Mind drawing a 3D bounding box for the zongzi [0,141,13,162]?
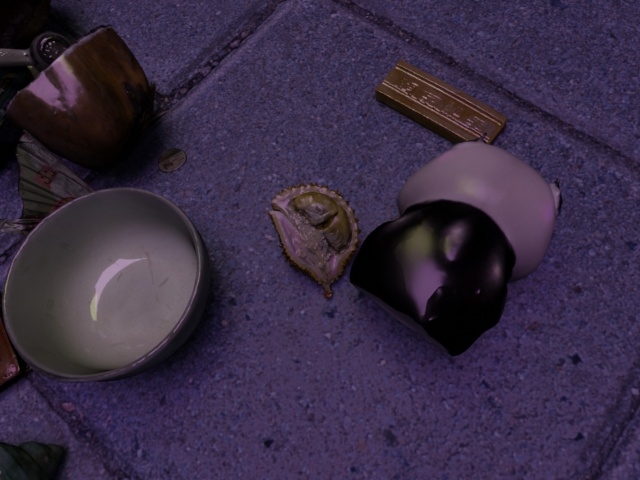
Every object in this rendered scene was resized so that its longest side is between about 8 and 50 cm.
[{"bbox_3d":[-0.699,-0.204,0.876,0.062,0.130,0.154,13,68,42],"label":"zongzi"}]

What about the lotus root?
[{"bbox_3d":[-0.414,-0.251,0.821,0.192,0.272,0.272,41,76,-15],"label":"lotus root"}]

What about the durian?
[{"bbox_3d":[0.000,0.000,0.764,0.146,0.102,0.208,-14,92,2],"label":"durian"}]

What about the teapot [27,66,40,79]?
[{"bbox_3d":[-0.612,-0.397,0.981,0.083,0.057,0.067,-30,41,-12],"label":"teapot"}]

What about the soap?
[{"bbox_3d":[0.236,-0.262,0.863,0.252,0.037,0.092,35,77,15],"label":"soap"}]

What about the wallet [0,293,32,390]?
[{"bbox_3d":[-0.616,0.196,0.770,0.160,0.042,0.195,-35,69,-12],"label":"wallet"}]

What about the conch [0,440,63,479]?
[{"bbox_3d":[-0.489,0.382,0.648,0.188,0.122,0.176,-33,91,-5],"label":"conch"}]

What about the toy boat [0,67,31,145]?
[{"bbox_3d":[-0.634,-0.266,0.875,0.114,0.122,0.296,-42,37,21],"label":"toy boat"}]

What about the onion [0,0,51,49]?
[{"bbox_3d":[-0.772,-0.531,0.825,0.398,0.420,0.399,-29,37,24],"label":"onion"}]

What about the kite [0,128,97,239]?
[{"bbox_3d":[-0.481,-0.032,0.785,0.267,0.013,0.323,-2,108,-27],"label":"kite"}]

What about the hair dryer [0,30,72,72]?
[{"bbox_3d":[-0.578,-0.349,0.861,0.224,0.219,0.089,-9,104,-8],"label":"hair dryer"}]

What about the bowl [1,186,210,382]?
[{"bbox_3d":[-0.320,0.078,0.720,0.306,0.163,0.308,-2,69,5],"label":"bowl"}]

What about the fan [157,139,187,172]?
[{"bbox_3d":[-0.314,-0.168,0.893,0.080,0.003,0.060,26,73,13],"label":"fan"}]

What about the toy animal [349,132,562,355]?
[{"bbox_3d":[0.215,0.000,0.674,0.250,0.251,0.310,34,83,15],"label":"toy animal"}]
